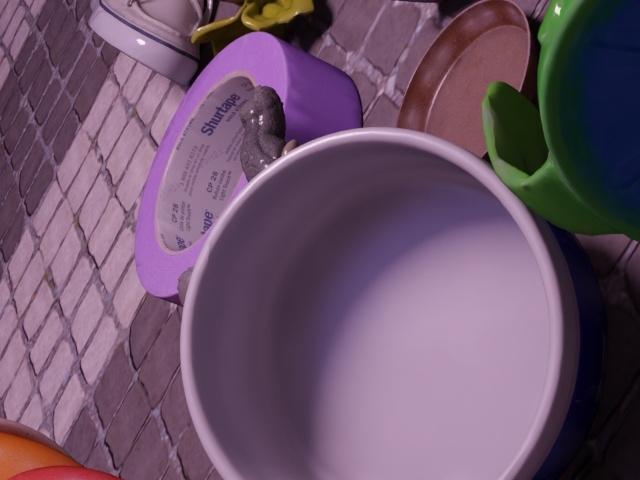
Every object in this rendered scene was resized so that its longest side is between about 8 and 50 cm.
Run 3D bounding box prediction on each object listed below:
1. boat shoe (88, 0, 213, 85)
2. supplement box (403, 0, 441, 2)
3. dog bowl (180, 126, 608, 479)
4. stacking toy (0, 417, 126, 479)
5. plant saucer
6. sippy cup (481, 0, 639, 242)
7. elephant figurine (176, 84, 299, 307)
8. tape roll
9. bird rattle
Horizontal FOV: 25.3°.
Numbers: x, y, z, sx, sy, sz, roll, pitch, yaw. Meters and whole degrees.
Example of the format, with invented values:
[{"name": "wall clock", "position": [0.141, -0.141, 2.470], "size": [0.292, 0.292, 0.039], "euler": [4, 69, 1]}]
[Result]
[{"name": "boat shoe", "position": [-0.190, -0.305, 1.747], "size": [0.156, 0.136, 0.367], "euler": [-57, 19, 11]}, {"name": "supplement box", "position": [0.094, -0.340, 1.223], "size": [0.130, 0.073, 0.239], "euler": [-23, 74, 53]}, {"name": "dog bowl", "position": [0.046, 0.065, 0.921], "size": [0.265, 0.104, 0.265], "euler": [-4, 81, 26]}, {"name": "stacking toy", "position": [-0.158, 0.314, 1.097], "size": [0.480, 0.350, 0.350], "euler": [-5, 64, 41]}, {"name": "plant saucer", "position": [0.120, -0.113, 1.144], "size": [0.168, 0.029, 0.168], "euler": [-39, 39, 41]}, {"name": "sippy cup", "position": [0.233, -0.144, 0.784], "size": [0.305, 0.240, 0.224], "euler": [-5, 40, 10]}, {"name": "elephant figurine", "position": [0.000, 0.000, 1.154], "size": [0.169, 0.186, 0.239], "euler": [-2, 32, 24]}, {"name": "tape roll", "position": [-0.075, -0.060, 1.384], "size": [0.275, 0.090, 0.275], "euler": [-39, 39, 40]}, {"name": "bird rattle", "position": [-0.084, -0.325, 1.487], "size": [0.143, 0.207, 0.253], "euler": [-20, 58, 48]}]
